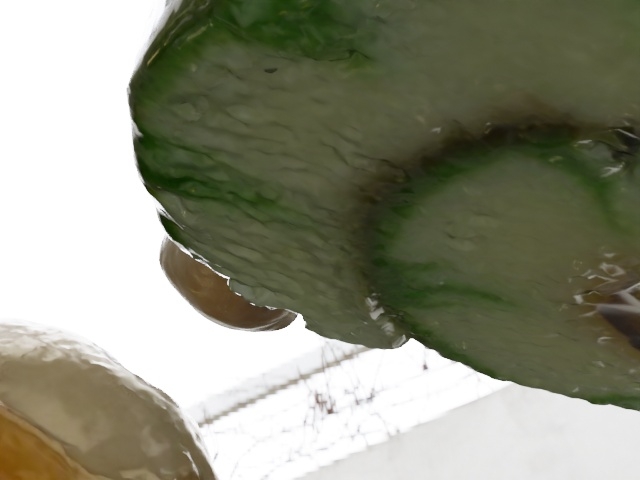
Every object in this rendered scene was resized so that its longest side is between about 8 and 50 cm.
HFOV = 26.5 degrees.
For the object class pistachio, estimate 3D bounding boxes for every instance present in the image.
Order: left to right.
[{"bbox_3d":[-0.057,0.007,1.048,0.124,0.185,0.124,-7,-78,-38],"label":"pistachio"}]

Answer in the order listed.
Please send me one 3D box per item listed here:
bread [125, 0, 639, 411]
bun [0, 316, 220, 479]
[{"bbox_3d":[0.113,-0.036,0.485,0.382,0.129,0.366,-8,-32,39],"label":"bread"},{"bbox_3d":[-0.165,0.182,0.800,0.299,0.165,0.299,6,-75,22],"label":"bun"}]
